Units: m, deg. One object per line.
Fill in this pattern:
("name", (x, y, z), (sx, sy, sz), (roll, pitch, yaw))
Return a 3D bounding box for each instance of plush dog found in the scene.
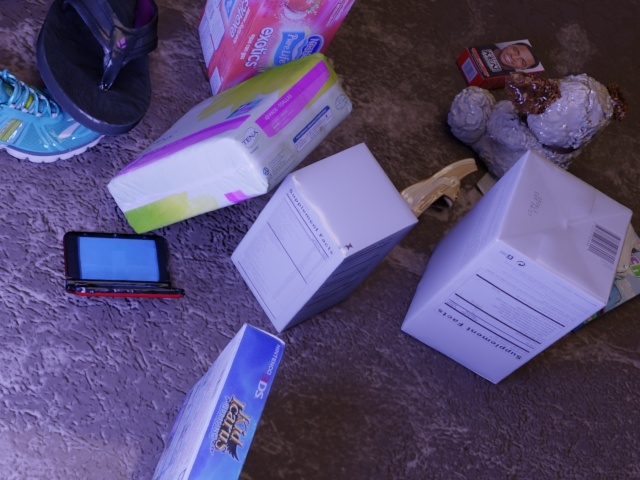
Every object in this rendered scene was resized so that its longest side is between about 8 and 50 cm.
("plush dog", (0.370, -0.184, 1.780), (0.263, 0.225, 0.210), (-1, 63, -25))

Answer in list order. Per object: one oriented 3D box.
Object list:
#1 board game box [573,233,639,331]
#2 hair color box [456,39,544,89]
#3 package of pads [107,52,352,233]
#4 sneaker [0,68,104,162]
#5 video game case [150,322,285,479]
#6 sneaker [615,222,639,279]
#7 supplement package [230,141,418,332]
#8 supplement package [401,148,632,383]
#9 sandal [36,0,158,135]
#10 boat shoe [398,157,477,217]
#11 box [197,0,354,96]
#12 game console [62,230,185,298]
("board game box", (0.449, 0.039, 1.808), (0.212, 0.039, 0.160), (-23, 74, -33))
("hair color box", (0.317, -0.308, 1.937), (0.141, 0.043, 0.072), (-13, 68, -31))
("package of pads", (-0.122, -0.131, 1.482), (0.101, 0.297, 0.229), (57, 48, -18))
("sneaker", (-0.415, -0.174, 1.487), (0.275, 0.110, 0.107), (0, 63, -26))
("video game case", (-0.143, 0.263, 1.284), (0.061, 0.244, 0.269), (27, 55, -10))
("sneaker", (0.444, 0.031, 1.744), (0.212, 0.080, 0.094), (-34, 91, -35))
("supplement package", (0.000, 0.000, 1.497), (0.134, 0.244, 0.139), (-26, 76, -33))
("supplement package", (0.273, 0.046, 1.566), (0.175, 0.293, 0.177), (30, 55, -6))
("sandal", (-0.302, -0.337, 1.581), (0.168, 0.107, 0.445), (20, 46, -25))
("boat shoe", (0.187, -0.075, 1.741), (0.170, 0.063, 0.059), (-29, 80, -24))
("box", (-0.069, -0.345, 1.623), (0.142, 0.300, 0.154), (-4, 64, -25))
("game console", (-0.261, 0.031, 1.461), (0.144, 0.124, 0.085), (2, 89, -23))
